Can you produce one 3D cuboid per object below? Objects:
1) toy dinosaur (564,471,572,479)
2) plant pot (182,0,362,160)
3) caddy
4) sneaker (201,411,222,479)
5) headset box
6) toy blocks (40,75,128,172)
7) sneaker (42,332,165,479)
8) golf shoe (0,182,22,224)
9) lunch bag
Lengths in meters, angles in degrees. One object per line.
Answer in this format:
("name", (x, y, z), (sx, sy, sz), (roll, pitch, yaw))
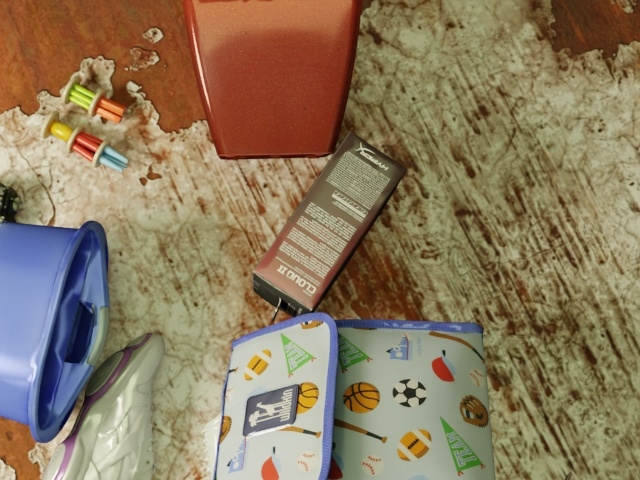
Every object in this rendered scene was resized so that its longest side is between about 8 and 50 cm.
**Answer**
("toy dinosaur", (0.289, 0.481, 1.568), (0.200, 0.295, 0.127), (-2, 48, -42))
("plant pot", (-0.077, -0.249, 1.661), (0.267, 0.267, 0.235), (-1, 93, -4))
("caddy", (-0.410, 0.130, 1.570), (0.179, 0.241, 0.341), (11, 80, 4))
("sneaker", (-0.146, 0.327, 1.636), (0.091, 0.094, 0.258), (20, 70, 9))
("headset box", (0.000, 0.000, 1.629), (0.110, 0.218, 0.293), (34, 79, 3))
("toy blocks", (-0.369, -0.187, 1.718), (0.148, 0.054, 0.123), (29, 80, 1))
("sneaker", (-0.311, 0.293, 1.631), (0.152, 0.114, 0.305), (33, 75, -23))
("golf shoe", (-0.559, 0.036, 1.654), (0.120, 0.105, 0.272), (4, 72, 7))
("lunch bag", (0.045, 0.285, 1.484), (0.386, 0.239, 0.327), (3, 49, 1))
